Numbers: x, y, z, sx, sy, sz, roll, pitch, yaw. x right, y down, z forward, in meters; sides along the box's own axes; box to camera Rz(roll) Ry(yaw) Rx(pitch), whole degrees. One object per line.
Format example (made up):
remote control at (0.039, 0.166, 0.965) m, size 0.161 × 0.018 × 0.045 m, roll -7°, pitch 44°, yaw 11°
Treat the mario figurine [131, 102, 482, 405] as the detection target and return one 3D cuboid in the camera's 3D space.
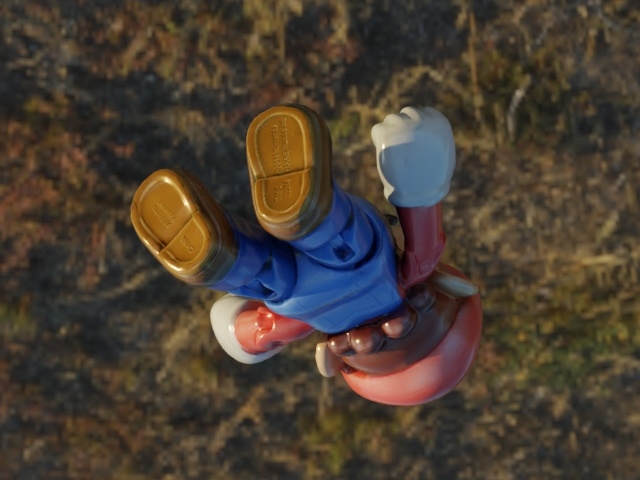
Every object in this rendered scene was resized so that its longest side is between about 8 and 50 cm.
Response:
mario figurine at (0.000, 0.000, 1.055) m, size 0.198 × 0.170 × 0.320 m, roll 8°, pitch 164°, yaw 28°
